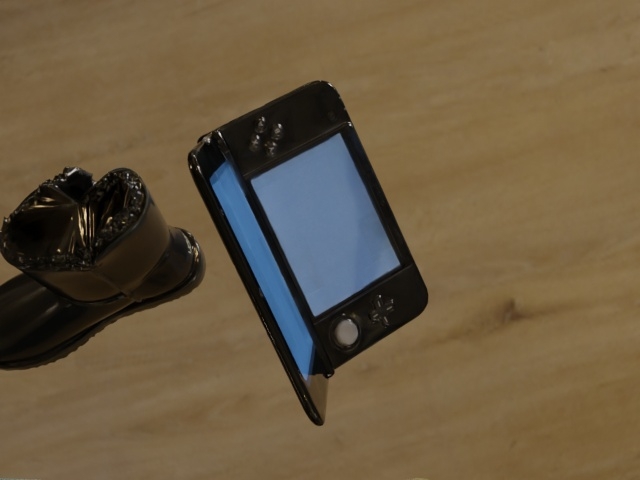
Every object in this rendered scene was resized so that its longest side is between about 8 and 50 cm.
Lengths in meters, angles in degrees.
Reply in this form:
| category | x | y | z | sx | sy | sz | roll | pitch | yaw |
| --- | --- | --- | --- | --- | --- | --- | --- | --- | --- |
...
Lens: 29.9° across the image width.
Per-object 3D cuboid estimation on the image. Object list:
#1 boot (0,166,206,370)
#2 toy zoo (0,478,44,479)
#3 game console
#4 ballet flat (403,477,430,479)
| category | x | y | z | sx | sy | sz | roll | pitch | yaw |
| --- | --- | --- | --- | --- | --- | --- | --- | --- | --- |
| boot | -0.238 | 0.025 | 1.061 | 0.246 | 0.207 | 0.094 | -21 | 69 | 6 |
| toy zoo | -0.229 | 0.288 | 0.959 | 0.293 | 0.030 | 0.192 | -4 | 65 | 30 |
| game console | 0.000 | 0.000 | 0.515 | 0.107 | 0.071 | 0.122 | -29 | 102 | -26 |
| ballet flat | 0.145 | 0.325 | 0.913 | 0.123 | 0.123 | 0.348 | -33 | 60 | -6 |
